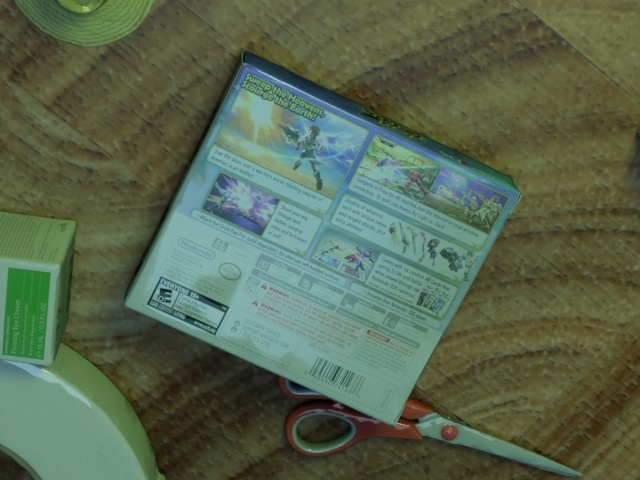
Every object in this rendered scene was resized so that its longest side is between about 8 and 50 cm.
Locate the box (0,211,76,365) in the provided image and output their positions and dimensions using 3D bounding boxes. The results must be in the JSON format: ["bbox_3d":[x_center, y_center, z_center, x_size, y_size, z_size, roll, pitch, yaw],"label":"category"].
[{"bbox_3d":[-0.267,0.041,1.607,0.087,0.102,0.101,8,113,-1],"label":"box"}]

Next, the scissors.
[{"bbox_3d":[0.105,0.164,1.701,0.297,0.021,0.109,6,110,-1],"label":"scissors"}]

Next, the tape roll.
[{"bbox_3d":[-0.341,0.252,1.712,0.392,0.072,0.392,0,112,0],"label":"tape roll"}]

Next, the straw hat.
[{"bbox_3d":[-0.203,-0.223,1.520,0.144,0.061,0.144,0,113,0],"label":"straw hat"}]

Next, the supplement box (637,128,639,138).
[{"bbox_3d":[0.408,-0.104,1.562,0.239,0.073,0.130,-35,109,14],"label":"supplement box"}]

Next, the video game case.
[{"bbox_3d":[0.000,0.000,1.605,0.269,0.061,0.244,25,106,-10],"label":"video game case"}]
